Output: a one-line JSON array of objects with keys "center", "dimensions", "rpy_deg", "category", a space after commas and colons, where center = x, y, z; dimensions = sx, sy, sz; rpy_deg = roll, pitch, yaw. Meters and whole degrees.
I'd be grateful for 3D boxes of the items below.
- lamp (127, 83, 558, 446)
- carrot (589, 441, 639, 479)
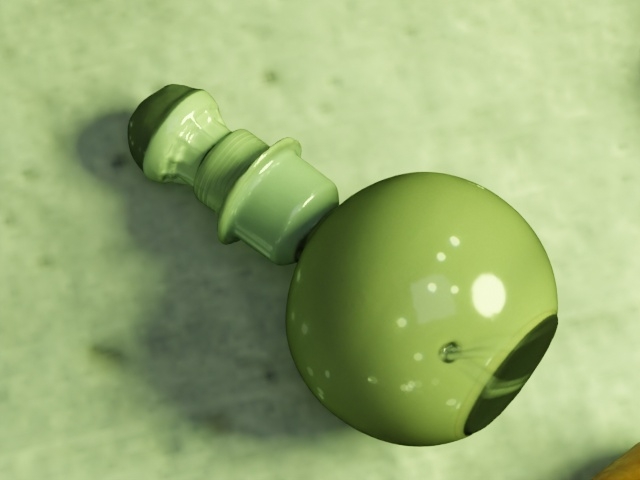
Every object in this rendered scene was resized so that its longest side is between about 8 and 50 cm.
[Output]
[{"center": [0.000, 0.000, 0.660], "dimensions": [0.163, 0.091, 0.091], "rpy_deg": [34, 78, 18], "category": "lamp"}, {"center": [0.070, 0.133, 0.636], "dimensions": [0.193, 0.087, 0.087], "rpy_deg": [-28, 83, -11], "category": "carrot"}]
